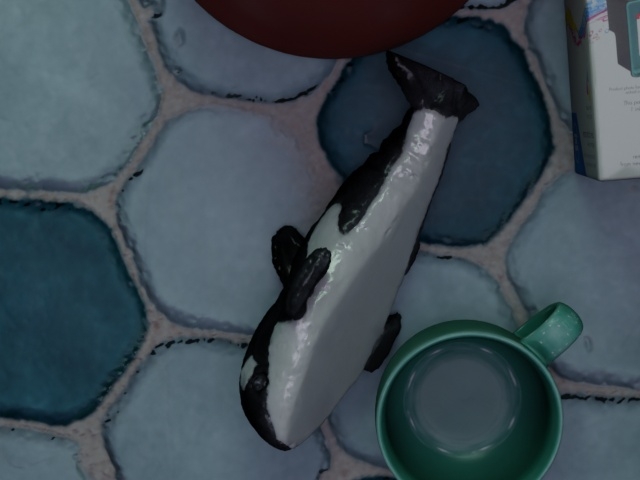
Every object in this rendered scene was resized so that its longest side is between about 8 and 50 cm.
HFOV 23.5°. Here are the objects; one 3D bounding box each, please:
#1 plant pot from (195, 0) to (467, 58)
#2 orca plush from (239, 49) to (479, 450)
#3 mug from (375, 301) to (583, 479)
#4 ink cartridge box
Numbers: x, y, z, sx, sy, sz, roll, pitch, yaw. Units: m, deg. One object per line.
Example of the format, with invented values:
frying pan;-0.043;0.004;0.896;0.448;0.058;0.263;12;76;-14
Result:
plant pot;0.005;-0.257;1.007;0.275;0.243;0.274;0;94;2
orca plush;0.000;0.000;1.102;0.102;0.151;0.287;23;99;31
mug;0.117;0.119;1.107;0.158;0.097;0.129;-12;94;2
ink cartridge box;0.212;-0.160;1.062;0.078;0.134;0.231;-5;94;3
